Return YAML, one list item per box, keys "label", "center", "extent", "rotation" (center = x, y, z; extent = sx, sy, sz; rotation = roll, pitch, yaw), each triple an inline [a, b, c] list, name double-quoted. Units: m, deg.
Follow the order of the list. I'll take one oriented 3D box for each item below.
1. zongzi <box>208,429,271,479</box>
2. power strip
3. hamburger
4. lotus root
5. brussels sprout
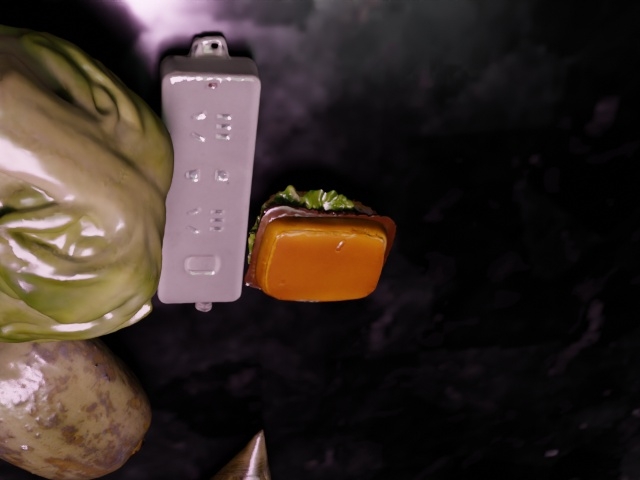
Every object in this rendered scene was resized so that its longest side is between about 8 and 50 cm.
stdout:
- label: "zongzi"
  center: [-0.162, 0.360, 1.193]
  extent: [0.205, 0.094, 0.204]
  rotation: [-9, 123, -7]
- label: "power strip"
  center: [-0.125, -0.050, 0.921]
  extent: [0.098, 0.058, 0.338]
  rotation: [-1, 126, -14]
- label: "hamburger"
  center: [0.000, 0.000, 0.971]
  extent: [0.166, 0.087, 0.137]
  rotation: [6, 123, -20]
- label: "lotus root"
  center: [-0.296, 0.185, 1.000]
  extent: [0.173, 0.173, 0.309]
  rotation: [-30, 135, 8]
- label: "brussels sprout"
  center: [-0.278, -0.038, 0.779]
  extent: [0.328, 0.247, 0.328]
  rotation: [-10, 134, -11]
